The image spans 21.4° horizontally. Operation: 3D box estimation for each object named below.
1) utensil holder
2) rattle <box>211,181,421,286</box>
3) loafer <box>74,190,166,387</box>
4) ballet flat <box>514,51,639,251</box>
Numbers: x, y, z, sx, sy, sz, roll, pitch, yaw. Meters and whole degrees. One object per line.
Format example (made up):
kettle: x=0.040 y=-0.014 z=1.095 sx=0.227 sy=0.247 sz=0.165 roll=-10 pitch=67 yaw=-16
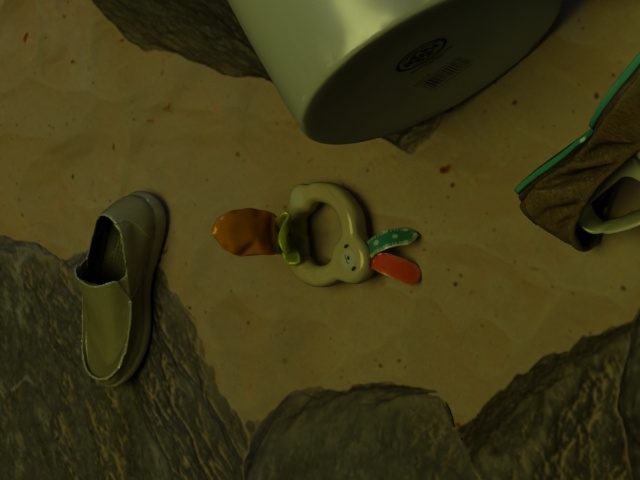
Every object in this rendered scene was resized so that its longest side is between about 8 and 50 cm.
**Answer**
utensil holder: x=0.030 y=-0.340 z=1.767 sx=0.327 sy=0.328 sz=0.385 roll=-39 pitch=69 yaw=36
rattle: x=0.000 y=0.000 z=1.941 sx=0.200 sy=0.143 sz=0.130 roll=32 pitch=95 yaw=42
loafer: x=-0.276 y=0.065 z=2.213 sx=0.102 sy=0.092 sz=0.268 roll=20 pitch=106 yaw=39
ballet flat: x=0.304 y=-0.084 z=1.640 sx=0.124 sy=0.116 sz=0.342 roll=48 pitch=146 yaw=8
